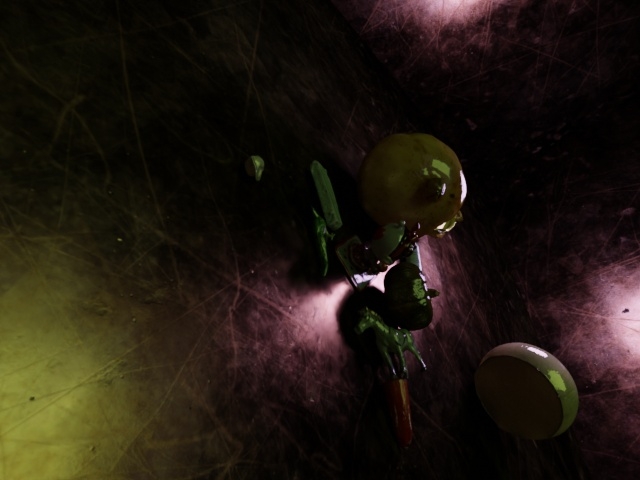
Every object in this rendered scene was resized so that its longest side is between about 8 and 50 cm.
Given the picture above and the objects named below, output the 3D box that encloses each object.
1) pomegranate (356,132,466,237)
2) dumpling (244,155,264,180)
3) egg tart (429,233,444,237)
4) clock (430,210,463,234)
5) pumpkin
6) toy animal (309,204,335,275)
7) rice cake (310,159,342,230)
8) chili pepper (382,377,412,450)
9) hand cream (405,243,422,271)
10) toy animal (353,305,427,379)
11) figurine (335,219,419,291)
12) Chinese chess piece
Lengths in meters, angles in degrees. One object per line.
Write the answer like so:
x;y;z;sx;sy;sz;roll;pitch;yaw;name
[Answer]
0.318;-0.188;1.398;0.410;0.410;0.409;36;39;-35;pomegranate
-0.160;-0.181;1.016;0.052;0.076;0.057;-36;92;-36;dumpling
0.451;-0.128;1.812;0.291;0.115;0.289;25;50;-34;egg tart
0.470;-0.160;1.710;0.294;0.071;0.276;-8;82;-38;clock
0.282;0.168;1.246;0.219;0.163;0.218;-15;90;-74;pumpkin
0.010;0.002;1.134;0.075;0.041;0.216;19;54;-52;toy animal
0.018;-0.136;1.241;0.085;0.040;0.225;40;31;-62;rice cake
0.203;0.444;1.040;0.088;0.065;0.168;56;26;-65;chili pepper
0.357;0.121;1.524;0.085;0.058;0.330;39;37;-36;hand cream
0.200;0.298;1.124;0.255;0.090;0.169;40;33;-35;toy animal
0.197;0.018;1.210;0.160;0.226;0.183;60;31;0;figurine
0.733;0.540;1.465;0.141;0.338;0.337;-15;77;-39;Chinese chess piece
